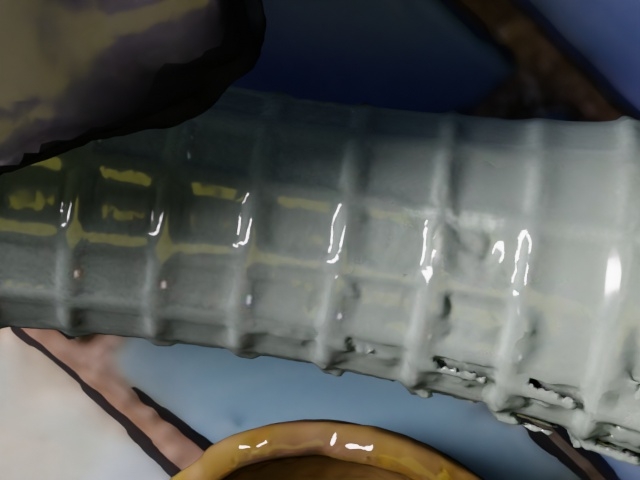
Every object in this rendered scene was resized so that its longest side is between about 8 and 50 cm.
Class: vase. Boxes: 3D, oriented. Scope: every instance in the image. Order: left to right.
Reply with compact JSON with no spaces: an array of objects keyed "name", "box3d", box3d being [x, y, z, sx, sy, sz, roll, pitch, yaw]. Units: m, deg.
[{"name":"vase","box3d":[0.000,0.000,0.681,0.298,0.143,0.143,9,117,2]}]

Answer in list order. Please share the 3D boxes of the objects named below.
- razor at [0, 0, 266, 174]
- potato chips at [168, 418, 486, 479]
[{"name":"razor","box3d":[-0.151,-0.175,0.557,0.204,0.113,0.349,-17,94,8]},{"name":"potato chips","box3d":[0.018,0.150,0.795,0.208,0.062,0.195,38,118,-17]}]
